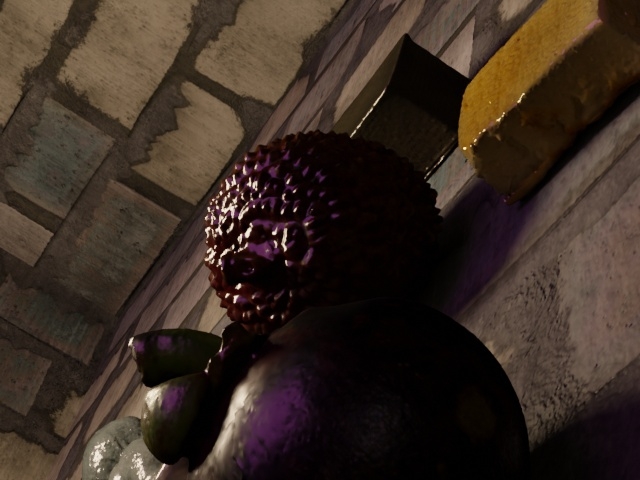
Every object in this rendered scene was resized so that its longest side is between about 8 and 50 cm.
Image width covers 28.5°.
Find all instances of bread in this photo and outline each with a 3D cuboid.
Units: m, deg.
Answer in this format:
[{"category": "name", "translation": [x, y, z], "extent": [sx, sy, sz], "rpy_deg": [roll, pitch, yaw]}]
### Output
[{"category": "bread", "translation": [0.281, -0.193, 1.480], "extent": [0.275, 0.114, 0.185], "rpy_deg": [-49, 18, 40]}]

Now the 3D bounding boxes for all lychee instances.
[{"category": "lychee", "translation": [0.000, 0.000, 1.654], "extent": [0.330, 0.306, 0.306], "rpy_deg": [-21, -19, -45]}]

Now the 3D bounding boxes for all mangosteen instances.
[{"category": "mangosteen", "translation": [0.009, 0.169, 1.079], "extent": [0.306, 0.359, 0.306], "rpy_deg": [-38, -16, -13]}]

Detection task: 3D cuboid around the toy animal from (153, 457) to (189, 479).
[{"category": "toy animal", "translation": [-0.072, 0.251, 1.568], "extent": [0.344, 0.194, 0.303], "rpy_deg": [-29, 36, 55]}]

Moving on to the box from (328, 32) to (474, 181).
[{"category": "box", "translation": [0.109, -0.164, 2.013], "extent": [0.273, 0.143, 0.184], "rpy_deg": [-50, 14, 36]}]

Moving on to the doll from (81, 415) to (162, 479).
[{"category": "doll", "translation": [-0.293, 0.417, 2.218], "extent": [0.340, 0.158, 0.246], "rpy_deg": [-2, 45, 41]}]
